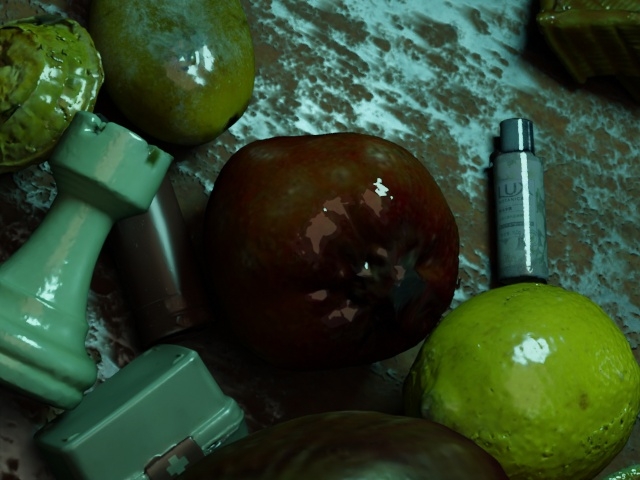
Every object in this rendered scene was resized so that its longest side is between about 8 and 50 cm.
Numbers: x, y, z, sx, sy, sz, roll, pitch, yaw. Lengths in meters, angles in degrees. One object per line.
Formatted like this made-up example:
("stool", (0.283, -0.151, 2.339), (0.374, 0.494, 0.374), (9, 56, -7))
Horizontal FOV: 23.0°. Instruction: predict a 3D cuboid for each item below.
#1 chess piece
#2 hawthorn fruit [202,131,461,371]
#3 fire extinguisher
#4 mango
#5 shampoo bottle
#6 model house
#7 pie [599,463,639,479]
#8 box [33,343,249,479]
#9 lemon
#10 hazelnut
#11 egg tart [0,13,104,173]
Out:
("chess piece", (-0.281, 0.015, 1.705), (0.195, 0.194, 0.299), (28, 85, -8))
("hawthorn fruit", (-0.001, 0.003, 1.779), (0.311, 0.295, 0.295), (27, 64, 29))
("fire extinguisher", (-0.203, -0.016, 1.821), (0.105, 0.105, 0.269), (-15, 80, -21))
("mango", (-0.187, -0.256, 1.881), (0.193, 0.146, 0.316), (-14, 65, -21))
("shampoo bottle", (0.252, -0.048, 1.994), (0.072, 0.072, 0.214), (4, 73, -16))
("model house", (0.407, -0.298, 2.075), (0.229, 0.199, 0.219), (-40, 48, 1))
("pie", (0.406, 0.366, 1.939), (0.187, 0.041, 0.186), (5, 74, -16))
("box", (-0.198, 0.217, 1.727), (0.210, 0.148, 0.129), (-37, 108, -23))
("lemon", (0.226, 0.178, 1.812), (0.310, 0.258, 0.258), (-12, 77, -47))
("hazelnut", (0.016, 0.344, 1.601), (0.421, 0.421, 0.352), (13, 83, -14))
("egg tart", (-0.350, -0.176, 1.790), (0.213, 0.090, 0.212), (-8, 62, 15))
